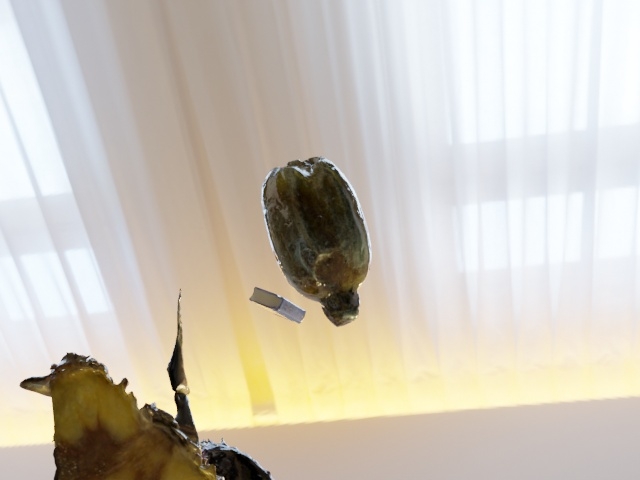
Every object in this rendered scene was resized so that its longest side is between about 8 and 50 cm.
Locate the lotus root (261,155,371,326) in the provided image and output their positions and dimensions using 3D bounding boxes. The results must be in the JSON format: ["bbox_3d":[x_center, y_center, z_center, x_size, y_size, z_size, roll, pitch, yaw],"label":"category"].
[{"bbox_3d":[0.000,0.000,0.832,0.113,0.192,0.088,-13,170,-29],"label":"lotus root"}]

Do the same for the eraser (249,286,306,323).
[{"bbox_3d":[-0.070,0.108,1.263,0.063,0.085,0.027,17,-102,31],"label":"eraser"}]

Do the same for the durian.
[{"bbox_3d":[-0.104,0.316,0.840,0.119,0.108,0.186,17,-163,-14],"label":"durian"}]

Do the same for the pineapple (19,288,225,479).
[{"bbox_3d":[-0.152,0.235,0.676,0.158,0.334,0.161,-16,168,-14],"label":"pineapple"}]
